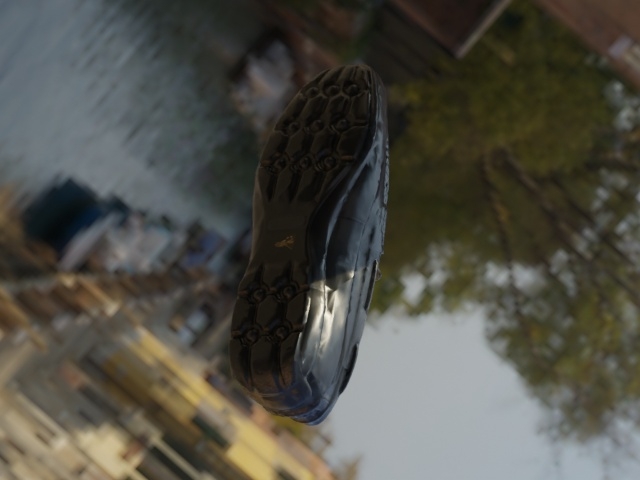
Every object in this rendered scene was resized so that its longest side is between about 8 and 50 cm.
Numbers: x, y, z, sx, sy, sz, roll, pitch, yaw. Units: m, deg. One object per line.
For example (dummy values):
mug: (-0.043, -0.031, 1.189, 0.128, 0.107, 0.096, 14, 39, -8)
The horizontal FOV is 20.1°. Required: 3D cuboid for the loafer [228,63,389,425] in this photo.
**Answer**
loafer: (0.000, 0.000, 1.058, 0.078, 0.076, 0.223, 49, 47, -50)
